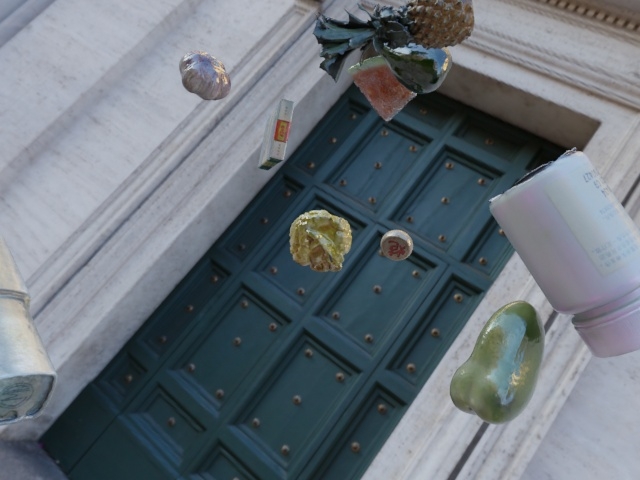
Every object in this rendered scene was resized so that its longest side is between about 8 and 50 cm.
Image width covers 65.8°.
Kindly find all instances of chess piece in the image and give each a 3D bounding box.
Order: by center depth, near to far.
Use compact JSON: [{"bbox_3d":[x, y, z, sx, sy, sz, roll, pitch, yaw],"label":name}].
[{"bbox_3d":[0.197,0.012,1.279,0.084,0.038,0.083,10,-54,14],"label":"chess piece"}]

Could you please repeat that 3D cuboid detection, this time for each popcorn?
[{"bbox_3d":[0.000,0.000,1.344,0.180,0.180,0.170,44,22,-19],"label":"popcorn"}]

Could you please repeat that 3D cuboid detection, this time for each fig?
[{"bbox_3d":[0.187,-0.379,1.049,0.177,0.117,0.117,22,-18,13],"label":"fig"}]

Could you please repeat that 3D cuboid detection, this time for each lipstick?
[{"bbox_3d":[-0.353,0.079,0.521,0.077,0.079,0.253,10,23,-49],"label":"lipstick"}]

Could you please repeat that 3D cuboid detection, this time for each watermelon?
[{"bbox_3d":[0.259,-0.589,1.900,0.193,0.310,0.231,-88,176,-66],"label":"watermelon"}]

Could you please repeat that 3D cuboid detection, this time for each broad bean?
[{"bbox_3d":[0.376,0.246,0.993,0.189,0.263,0.121,41,-12,-26],"label":"broad bean"}]

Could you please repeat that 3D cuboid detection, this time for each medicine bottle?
[{"bbox_3d":[0.526,0.024,0.995,0.378,0.213,0.213,61,-11,9],"label":"medicine bottle"}]

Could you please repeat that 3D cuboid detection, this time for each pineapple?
[{"bbox_3d":[0.125,-0.369,0.875,0.119,0.277,0.130,-90,168,-78],"label":"pineapple"}]

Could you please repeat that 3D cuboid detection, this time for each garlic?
[{"bbox_3d":[-0.300,-0.435,1.298,0.147,0.102,0.159,39,24,-10],"label":"garlic"}]

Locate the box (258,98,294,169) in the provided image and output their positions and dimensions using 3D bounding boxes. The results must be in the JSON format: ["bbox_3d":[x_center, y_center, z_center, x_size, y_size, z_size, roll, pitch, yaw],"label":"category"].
[{"bbox_3d":[-0.108,-0.242,1.165,0.034,0.132,0.235,11,-1,-14],"label":"box"}]
